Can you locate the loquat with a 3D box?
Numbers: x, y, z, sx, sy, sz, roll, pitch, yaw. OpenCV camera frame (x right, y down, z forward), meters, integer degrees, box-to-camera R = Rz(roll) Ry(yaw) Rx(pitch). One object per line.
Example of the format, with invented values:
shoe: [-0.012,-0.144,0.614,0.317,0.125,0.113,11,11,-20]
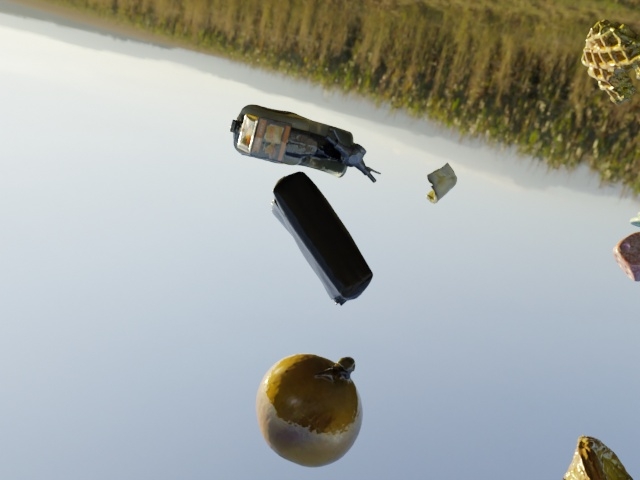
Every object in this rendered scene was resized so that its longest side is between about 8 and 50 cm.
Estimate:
loquat: [-0.019,0.470,1.896,0.328,0.360,0.328,33,-164,-11]

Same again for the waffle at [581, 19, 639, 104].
waffle: [0.518,-0.305,1.131,0.149,0.051,0.194,52,180,17]

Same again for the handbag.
handbag: [0.000,0.000,1.187,0.247,0.080,0.223,56,173,3]

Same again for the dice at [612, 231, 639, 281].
dice: [0.794,0.040,1.621,0.093,0.094,0.091,47,-168,-50]

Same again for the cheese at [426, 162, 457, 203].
cheese: [0.228,-0.107,1.225,0.041,0.060,0.084,50,173,27]

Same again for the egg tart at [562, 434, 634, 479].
egg tart: [0.394,0.360,0.895,0.191,0.074,0.191,45,-157,-25]

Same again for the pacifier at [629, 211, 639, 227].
pacifier: [0.570,-0.061,1.056,0.126,0.117,0.150,-7,170,42]

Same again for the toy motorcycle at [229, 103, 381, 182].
toy motorcycle: [-0.025,-0.158,1.081,0.263,0.091,0.157,7,-165,-34]
